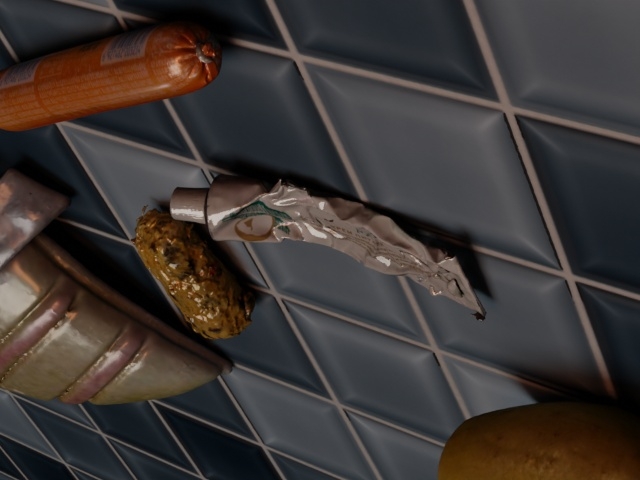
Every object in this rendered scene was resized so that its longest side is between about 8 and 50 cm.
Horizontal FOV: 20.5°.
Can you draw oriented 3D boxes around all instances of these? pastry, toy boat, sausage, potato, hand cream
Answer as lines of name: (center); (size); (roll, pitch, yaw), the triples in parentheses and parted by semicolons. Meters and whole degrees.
pastry: (-0.107, 0.032, 1.496); (0.140, 0.056, 0.080); (49, 164, -32)
toy boat: (-0.279, 0.074, 1.682); (0.276, 0.111, 0.293); (-19, 119, 34)
sausage: (-0.170, -0.120, 1.307); (0.053, 0.053, 0.348); (47, 153, -23)
potato: (0.206, 0.195, 1.275); (0.158, 0.178, 0.203); (-33, 85, 49)
hand cream: (0.002, -0.003, 1.302); (0.257, 0.050, 0.084); (15, 151, 27)
